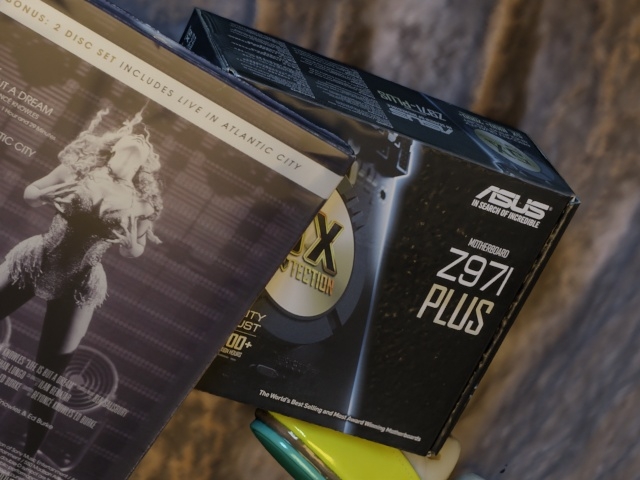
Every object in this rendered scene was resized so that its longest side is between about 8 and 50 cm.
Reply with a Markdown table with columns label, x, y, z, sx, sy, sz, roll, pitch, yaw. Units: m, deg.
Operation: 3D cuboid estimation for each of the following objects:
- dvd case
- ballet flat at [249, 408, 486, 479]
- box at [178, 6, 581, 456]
| label | x | y | z | sx | sy | sz | roll | pitch | yaw |
| --- | --- | --- | --- | --- | --- | --- | --- | --- | --- |
| dvd case | -0.114 | 0.011 | 0.761 | 0.164 | 0.018 | 0.221 | 30 | 108 | -19 |
| ballet flat | 0.048 | 0.136 | 0.931 | 0.077 | 0.077 | 0.231 | -45 | 124 | -13 |
| box | 0.000 | 0.000 | 0.834 | 0.180 | 0.077 | 0.147 | 19 | 111 | -22 |
